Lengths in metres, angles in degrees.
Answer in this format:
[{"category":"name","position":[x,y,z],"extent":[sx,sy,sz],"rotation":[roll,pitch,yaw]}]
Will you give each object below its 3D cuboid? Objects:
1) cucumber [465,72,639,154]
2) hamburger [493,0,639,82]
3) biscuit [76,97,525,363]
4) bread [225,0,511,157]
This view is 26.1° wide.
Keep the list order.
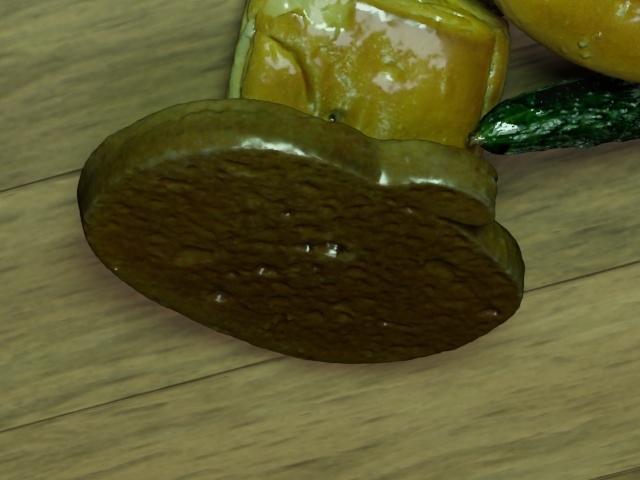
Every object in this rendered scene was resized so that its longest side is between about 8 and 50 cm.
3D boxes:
[{"category":"cucumber","position":[0.258,-0.116,1.196],"extent":[0.293,0.067,0.067],"rotation":[-8,120,-17]},{"category":"hamburger","position":[0.263,-0.274,1.090],"extent":[0.314,0.170,0.290],"rotation":[17,109,-12]},{"category":"biscuit","position":[0.001,-0.008,1.181],"extent":[0.350,0.070,0.394],"rotation":[-22,140,36]},{"category":"bread","position":[0.040,-0.129,1.185],"extent":[0.235,0.099,0.210],"rotation":[8,117,-9]}]
